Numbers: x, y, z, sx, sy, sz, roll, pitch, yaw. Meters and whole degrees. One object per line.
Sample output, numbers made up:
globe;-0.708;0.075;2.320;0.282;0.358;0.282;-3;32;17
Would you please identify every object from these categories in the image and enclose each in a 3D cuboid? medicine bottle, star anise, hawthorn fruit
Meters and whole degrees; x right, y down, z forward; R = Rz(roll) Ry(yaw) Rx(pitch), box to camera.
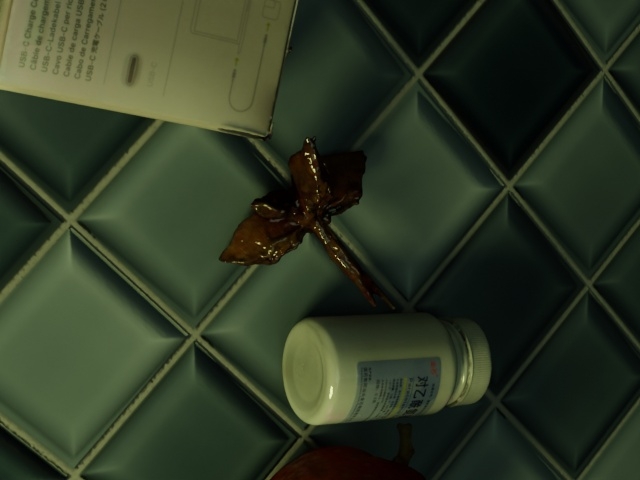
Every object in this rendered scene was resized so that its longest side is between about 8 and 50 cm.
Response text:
medicine bottle;0.065;0.121;1.262;0.186;0.103;0.103;0;102;-30
star anise;0.007;-0.003;1.189;0.158;0.144;0.140;-49;159;22
hawthorn fruit;0.030;0.284;1.232;0.205;0.205;0.253;42;75;-30

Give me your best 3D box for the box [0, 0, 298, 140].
box;-0.144;-0.205;1.064;0.251;0.106;0.203;8;99;-32
